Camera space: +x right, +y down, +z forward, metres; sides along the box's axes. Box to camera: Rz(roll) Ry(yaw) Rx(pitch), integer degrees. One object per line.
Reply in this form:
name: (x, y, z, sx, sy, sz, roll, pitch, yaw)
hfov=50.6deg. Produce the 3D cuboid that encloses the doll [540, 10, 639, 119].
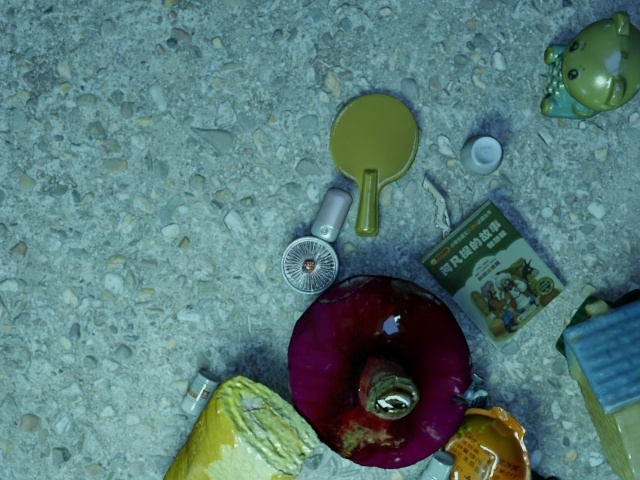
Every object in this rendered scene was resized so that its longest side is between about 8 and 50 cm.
doll: (0.552, -0.339, 1.362, 0.161, 0.260, 0.177, 6, 90, 2)

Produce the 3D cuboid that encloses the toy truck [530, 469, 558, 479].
toy truck: (0.482, 0.555, 1.465, 0.201, 0.074, 0.088, 33, 101, 3)

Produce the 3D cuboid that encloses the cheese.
cheese: (0.320, 0.491, 1.423, 0.217, 0.129, 0.330, 39, 116, 33)

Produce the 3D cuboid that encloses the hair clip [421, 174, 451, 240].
hair clip: (0.274, -0.038, 1.495, 0.072, 0.034, 0.226, -11, 87, 0)

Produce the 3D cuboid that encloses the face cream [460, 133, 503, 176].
face cream: (0.349, -0.185, 1.458, 0.091, 0.095, 0.091, 0, 91, 4)

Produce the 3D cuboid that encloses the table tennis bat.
table tennis bat: (0.113, -0.168, 1.499, 0.198, 0.050, 0.321, 4, 87, 7)

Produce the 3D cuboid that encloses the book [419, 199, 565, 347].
book: (0.374, 0.074, 1.467, 0.202, 0.027, 0.264, -41, 98, 3)

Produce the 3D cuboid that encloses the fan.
fan: (0.000, 0.000, 1.481, 0.130, 0.074, 0.245, 23, 99, 6)

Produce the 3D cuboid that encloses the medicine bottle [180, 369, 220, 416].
medicine bottle: (-0.270, 0.342, 1.520, 0.057, 0.057, 0.089, 29, 93, 4)

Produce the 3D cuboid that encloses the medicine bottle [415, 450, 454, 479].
medicine bottle: (0.198, 0.594, 1.413, 0.110, 0.110, 0.352, 18, 109, 4)

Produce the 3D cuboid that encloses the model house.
model house: (0.640, 0.235, 1.296, 0.334, 0.382, 0.343, -22, 90, 3)

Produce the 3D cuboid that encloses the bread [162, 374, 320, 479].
bread: (-0.180, 0.461, 1.394, 0.236, 0.165, 0.375, 38, 128, 11)

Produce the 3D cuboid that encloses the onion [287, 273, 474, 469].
onion: (0.110, 0.275, 1.317, 0.397, 0.420, 0.399, 1, 98, 8)

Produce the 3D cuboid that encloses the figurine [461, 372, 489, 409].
figurine: (0.326, 0.334, 1.466, 0.082, 0.094, 0.086, 32, 61, -28)
